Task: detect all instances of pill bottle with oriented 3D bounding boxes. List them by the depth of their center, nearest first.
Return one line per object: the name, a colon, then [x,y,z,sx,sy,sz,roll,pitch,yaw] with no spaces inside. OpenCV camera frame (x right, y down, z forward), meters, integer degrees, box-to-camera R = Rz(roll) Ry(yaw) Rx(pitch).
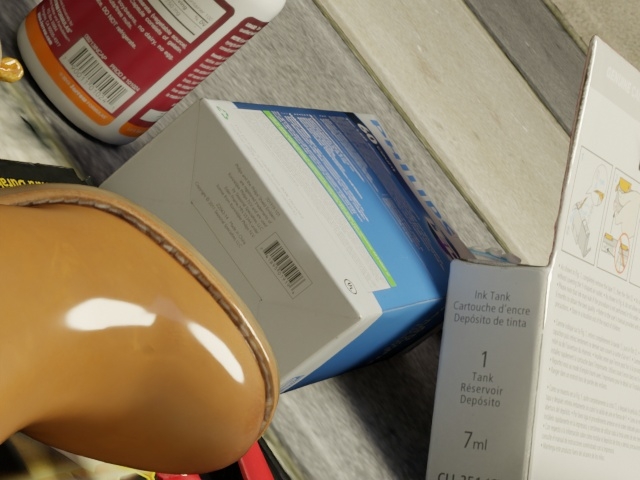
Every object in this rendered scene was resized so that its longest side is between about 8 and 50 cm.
pill bottle: [-0.073,-0.125,0.897,0.086,0.152,0.086,45,17,-18]

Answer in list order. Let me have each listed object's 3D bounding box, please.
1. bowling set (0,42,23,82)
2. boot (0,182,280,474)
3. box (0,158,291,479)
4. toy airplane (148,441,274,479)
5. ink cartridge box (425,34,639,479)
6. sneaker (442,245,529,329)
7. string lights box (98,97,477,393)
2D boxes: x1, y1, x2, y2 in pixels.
bowling set: [-0.236,-0.106,0.505,0.287,0.200,0.154,17,75,-44]
boot: [-0.089,0.039,0.399,0.197,0.073,0.152,29,24,-22]
box: [-0.104,0.090,0.499,0.257,0.079,0.322,54,17,15]
toy airplane: [-0.017,0.093,0.534,0.151,0.028,0.151,45,18,-19]
ink cartridge box: [0.165,0.042,1.050,0.296,0.066,0.261,21,76,-60]
sneaker: [0.136,0.079,1.161,0.190,0.071,0.083,41,25,-28]
string lights box: [0.000,0.000,0.955,0.133,0.076,0.259,54,17,11]
